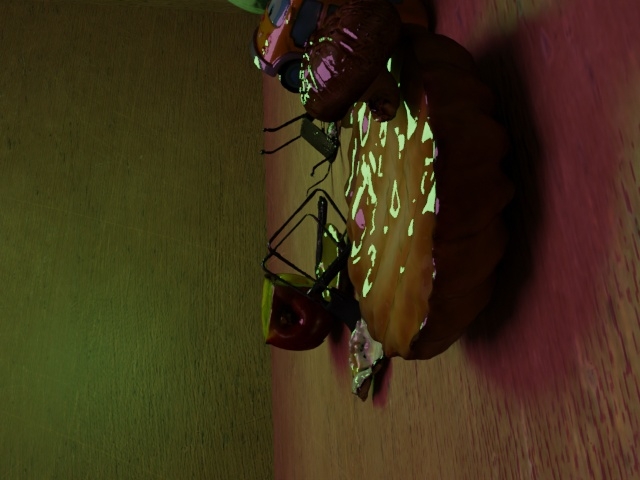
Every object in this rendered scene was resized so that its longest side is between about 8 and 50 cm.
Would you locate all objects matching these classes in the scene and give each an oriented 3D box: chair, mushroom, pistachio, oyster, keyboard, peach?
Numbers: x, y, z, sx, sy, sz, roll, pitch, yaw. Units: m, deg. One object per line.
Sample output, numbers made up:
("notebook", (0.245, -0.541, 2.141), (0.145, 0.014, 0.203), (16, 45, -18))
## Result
("chair", (0.026, 0.047, 1.081), (0.145, 0.221, 0.140), (-48, -5, -18))
("mushroom", (0.025, -0.152, 0.540), (0.126, 0.085, 0.109), (143, 127, -65))
("chair", (-0.011, -0.229, 1.344), (0.213, 0.149, 0.174), (-49, -7, -18))
("pistachio", (0.029, 0.053, 1.201), (0.089, 0.049, 0.172), (-21, 66, 55))
("oyster", (0.070, 0.184, 0.968), (0.121, 0.045, 0.146), (151, 126, -83))
("keyboard", (0.000, 0.000, 1.482), (0.061, 0.013, 0.204), (-116, 28, -70))
("peach", (-0.052, 0.154, 1.343), (0.267, 0.159, 0.154), (-174, 94, -78))

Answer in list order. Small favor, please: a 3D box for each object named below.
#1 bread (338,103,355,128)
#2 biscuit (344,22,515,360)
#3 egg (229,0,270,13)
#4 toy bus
("bread", (0.045, -0.286, 1.113), (0.226, 0.049, 0.088), (-100, 14, -50))
("biscuit", (0.098, -0.045, 0.627), (0.326, 0.107, 0.325), (179, 90, -82))
("egg", (-0.113, -0.651, 1.190), (0.345, 0.345, 0.428), (-106, 6, -59))
("toy bus", (0.029, -0.255, 0.764), (0.126, 0.210, 0.136), (-98, 23, -45))
